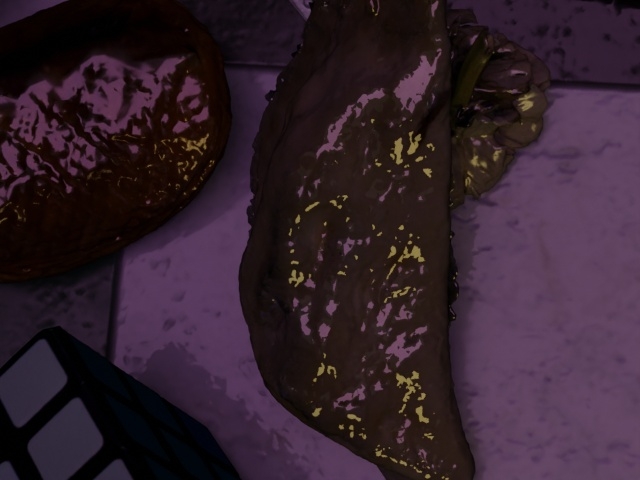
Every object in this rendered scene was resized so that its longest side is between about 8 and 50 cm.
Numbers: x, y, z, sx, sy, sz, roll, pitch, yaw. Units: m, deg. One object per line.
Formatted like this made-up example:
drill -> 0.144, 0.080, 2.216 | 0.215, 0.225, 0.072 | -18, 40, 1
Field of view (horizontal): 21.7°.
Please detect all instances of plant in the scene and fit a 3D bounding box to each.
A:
plant -> 0.081, -0.076, 0.958 | 0.104, 0.122, 0.116 | 21, 82, -1

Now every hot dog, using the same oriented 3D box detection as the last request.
hot dog -> -0.160, -0.066, 1.003 | 0.227, 0.099, 0.160 | -17, 82, 6

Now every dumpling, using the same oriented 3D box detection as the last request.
dumpling -> 0.001, 0.001, 0.944 | 0.166, 0.086, 0.332 | 6, 105, 34

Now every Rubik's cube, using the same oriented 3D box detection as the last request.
Rubik's cube -> -0.128, 0.174, 0.917 | 0.163, 0.160, 0.162 | -45, 47, 2

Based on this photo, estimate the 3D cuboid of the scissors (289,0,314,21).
scissors -> -0.013, -0.154, 1.030 | 0.100, 0.015, 0.189 | -34, 81, 2
